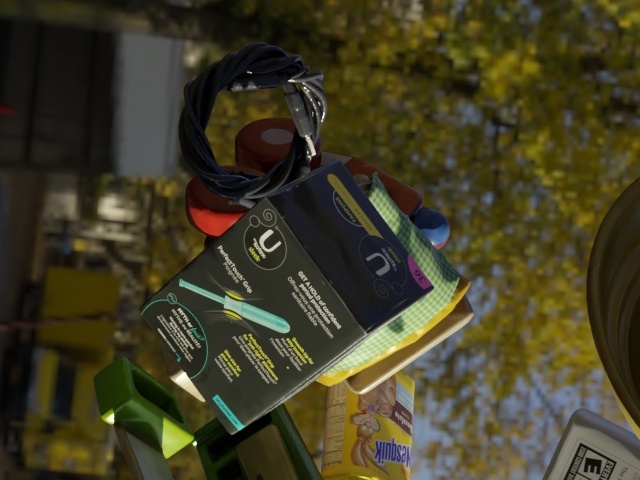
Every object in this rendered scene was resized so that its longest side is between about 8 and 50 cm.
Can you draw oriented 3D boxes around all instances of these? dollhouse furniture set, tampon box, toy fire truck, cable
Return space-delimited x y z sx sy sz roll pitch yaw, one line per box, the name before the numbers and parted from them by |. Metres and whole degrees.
dollhouse furniture set | -0.007 0.119 1.314 0.197 0.302 0.151 43 15 -46
tampon box | -0.025 0.041 1.141 0.161 0.120 0.101 -40 174 37
toy fire truck | 0.000 0.000 1.725 0.302 0.254 0.169 -52 152 -52
cable | -0.058 -0.107 1.451 0.047 0.184 0.150 28 -89 41

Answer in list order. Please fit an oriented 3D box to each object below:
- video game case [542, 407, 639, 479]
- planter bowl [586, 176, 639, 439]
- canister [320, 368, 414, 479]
video game case | 0.302 0.364 1.432 0.036 0.300 0.329 -10 124 -63
planter bowl | 0.215 0.066 0.731 0.090 0.217 0.217 107 -12 -52
canister | 0.053 0.218 1.746 0.126 0.073 0.169 41 45 -46
